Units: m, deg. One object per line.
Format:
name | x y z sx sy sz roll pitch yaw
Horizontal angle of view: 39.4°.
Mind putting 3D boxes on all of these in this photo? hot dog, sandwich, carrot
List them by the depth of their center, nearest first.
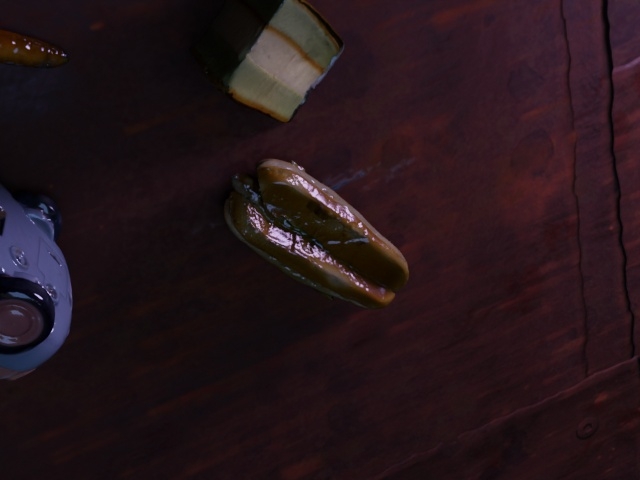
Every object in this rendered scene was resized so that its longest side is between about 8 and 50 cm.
carrot | -0.352 -0.181 0.800 0.257 0.061 0.061 7 111 -28
sandwich | -0.031 -0.172 0.867 0.144 0.187 0.117 32 100 -26
hot dog | 0.000 0.000 1.028 0.269 0.072 0.109 36 99 -31

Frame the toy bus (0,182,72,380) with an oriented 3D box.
toy bus | -0.377 0.022 0.815 0.232 0.194 0.287 -33 123 4
